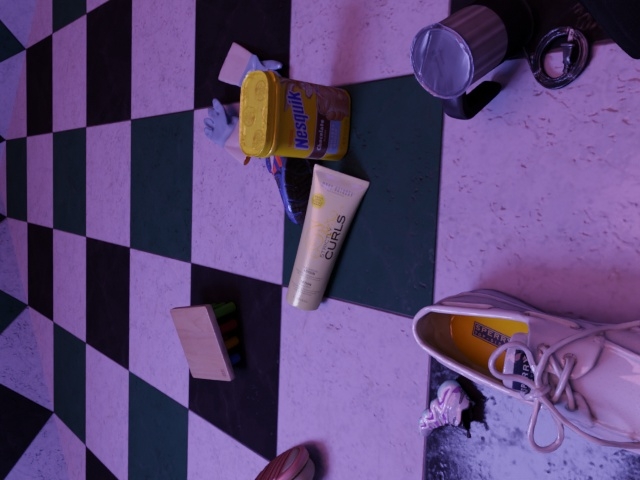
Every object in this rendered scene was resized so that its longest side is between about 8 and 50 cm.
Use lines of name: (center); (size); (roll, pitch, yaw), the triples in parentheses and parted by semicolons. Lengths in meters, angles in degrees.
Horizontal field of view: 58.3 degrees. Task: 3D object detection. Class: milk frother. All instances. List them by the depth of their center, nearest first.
milk frother: (0.203, -0.210, 0.647); (0.143, 0.134, 0.129); (3, 125, 52)

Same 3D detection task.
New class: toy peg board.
toy peg board: (-0.228, 0.205, 1.223); (0.161, 0.079, 0.161); (-11, 99, 49)

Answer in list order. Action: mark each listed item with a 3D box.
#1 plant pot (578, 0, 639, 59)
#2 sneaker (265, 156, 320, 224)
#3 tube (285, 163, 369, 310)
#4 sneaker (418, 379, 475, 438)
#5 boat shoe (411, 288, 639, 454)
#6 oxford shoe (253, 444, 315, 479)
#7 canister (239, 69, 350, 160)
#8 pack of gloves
plant pot: (0.284, -0.313, 0.527); (0.188, 0.166, 0.188); (-47, 59, 38)
sneaker: (-0.051, -0.126, 1.001); (0.087, 0.083, 0.221); (-44, 54, 56)
tube: (0.000, 0.000, 0.945); (0.062, 0.070, 0.240); (45, 123, 51)
sneaker: (0.175, 0.245, 0.773); (0.069, 0.038, 0.098); (44, 123, 40)
boat shoe: (0.234, 0.131, 0.590); (0.367, 0.156, 0.136); (21, 110, 52)
oxford shoe: (-0.098, 0.535, 1.064); (0.146, 0.140, 0.397); (36, 118, 7)
canister: (-0.036, -0.189, 0.896); (0.073, 0.169, 0.126); (10, 100, 48)
pack of gloves: (-0.145, -0.267, 1.121); (0.232, 0.046, 0.195); (39, 106, 47)
